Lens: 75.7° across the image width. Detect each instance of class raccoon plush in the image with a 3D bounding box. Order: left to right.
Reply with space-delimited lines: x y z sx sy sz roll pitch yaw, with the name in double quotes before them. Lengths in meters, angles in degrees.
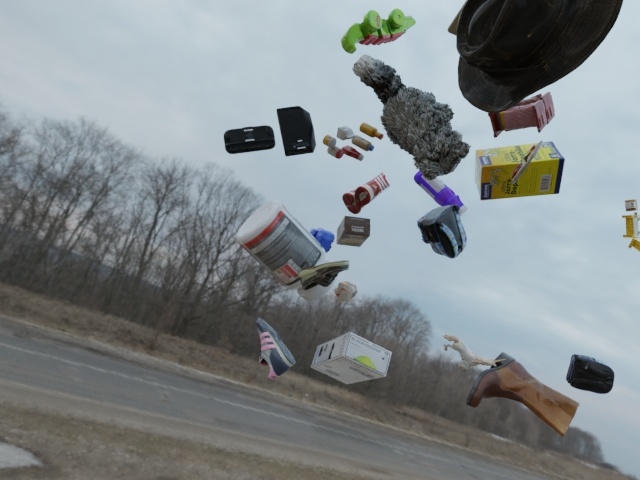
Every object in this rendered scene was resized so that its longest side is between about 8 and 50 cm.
"raccoon plush" 0.272 -0.370 1.319 0.447 0.299 0.216 25 -58 -17

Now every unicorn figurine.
"unicorn figurine" 0.437 0.338 1.216 0.162 0.060 0.111 34 -27 -1

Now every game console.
"game console" -0.205 -0.429 1.651 0.362 0.213 0.044 -9 -20 -7

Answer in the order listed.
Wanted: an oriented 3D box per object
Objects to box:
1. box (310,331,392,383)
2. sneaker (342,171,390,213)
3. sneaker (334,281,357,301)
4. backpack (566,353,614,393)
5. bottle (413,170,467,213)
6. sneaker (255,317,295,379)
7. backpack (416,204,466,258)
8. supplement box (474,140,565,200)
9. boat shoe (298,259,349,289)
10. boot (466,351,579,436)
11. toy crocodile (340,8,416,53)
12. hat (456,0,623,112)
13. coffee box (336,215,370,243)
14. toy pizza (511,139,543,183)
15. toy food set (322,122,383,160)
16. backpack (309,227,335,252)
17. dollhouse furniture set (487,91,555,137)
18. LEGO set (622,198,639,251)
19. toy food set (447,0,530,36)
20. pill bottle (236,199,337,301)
"box" 0.098 0.417 1.437 0.169 0.087 0.290 29 -31 -11
"sneaker" 0.164 -0.159 1.393 0.086 0.128 0.221 62 -17 -6
"sneaker" 0.121 0.213 1.769 0.083 0.084 0.215 -14 -8 -13
"backpack" 0.833 0.411 1.273 0.115 0.104 0.084 12 4 21
"bottle" 0.564 -0.224 1.932 0.282 0.092 0.118 50 16 21
"sneaker" -0.235 0.467 1.803 0.112 0.131 0.319 47 -3 -39
"backpack" 0.449 -0.024 1.497 0.117 0.158 0.173 -5 -63 54
"supplement box" 0.953 -0.338 2.004 0.357 0.194 0.195 -4 -53 13
"boat shoe" 0.014 0.114 1.323 0.080 0.073 0.224 -1 -12 -43
"boot" 0.652 0.532 1.343 0.280 0.264 0.096 37 -43 35
"toy crocodile" 0.214 -0.755 1.486 0.115 0.341 0.105 -9 -76 56
"hat" 0.351 -0.418 0.765 0.134 0.330 0.331 13 -7 -30
"coffee box" 0.174 -0.045 2.224 0.141 0.098 0.246 6 -15 -5
"toy pizza" 0.830 -0.321 1.670 0.032 0.201 0.201 34 -10 15
"toy food set" 0.124 -0.365 1.559 0.105 0.232 0.111 38 -45 32
"backpack" 0.000 0.000 1.652 0.101 0.097 0.120 18 4 -15
"dollhouse furniture set" 0.777 -0.623 1.660 0.201 0.152 0.373 5 -51 54
"LEGO set" 1.314 -0.032 1.651 0.107 0.286 0.132 -6 -32 -7
"toy food set" 0.518 -0.643 1.283 0.093 0.305 0.219 -2 -26 -23
"pill bottle" -0.112 0.046 1.502 0.363 0.210 0.210 47 -22 -21
